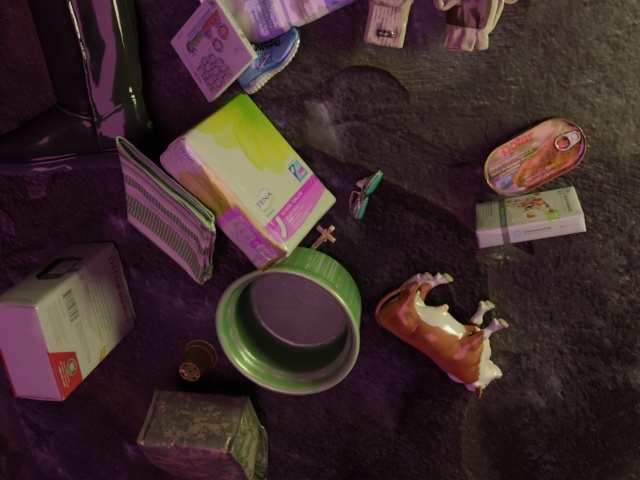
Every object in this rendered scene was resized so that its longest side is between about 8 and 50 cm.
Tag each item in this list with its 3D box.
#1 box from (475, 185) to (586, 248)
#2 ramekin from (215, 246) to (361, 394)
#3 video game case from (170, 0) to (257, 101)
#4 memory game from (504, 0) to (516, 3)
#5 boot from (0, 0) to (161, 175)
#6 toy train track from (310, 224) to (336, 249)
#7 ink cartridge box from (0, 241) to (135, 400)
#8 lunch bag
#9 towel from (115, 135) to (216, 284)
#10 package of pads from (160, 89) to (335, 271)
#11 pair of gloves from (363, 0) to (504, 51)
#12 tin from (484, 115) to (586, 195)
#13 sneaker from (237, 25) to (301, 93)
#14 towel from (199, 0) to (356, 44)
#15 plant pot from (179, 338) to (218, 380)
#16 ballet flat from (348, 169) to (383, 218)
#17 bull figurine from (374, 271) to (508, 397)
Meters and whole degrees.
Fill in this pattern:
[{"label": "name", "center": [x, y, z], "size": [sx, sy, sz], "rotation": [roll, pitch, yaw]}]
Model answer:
[{"label": "box", "center": [0.383, -0.044, 1.267], "size": [0.186, 0.145, 0.038], "rotation": [-9, 112, 17]}, {"label": "ramekin", "center": [-0.055, 0.161, 1.449], "size": [0.304, 0.148, 0.303], "rotation": [6, 116, 12]}, {"label": "video game case", "center": [-0.204, -0.362, 1.292], "size": [0.157, 0.019, 0.143], "rotation": [-32, 91, 42]}, {"label": "memory game", "center": [0.270, -0.478, 1.178], "size": [0.186, 0.012, 0.186], "rotation": [5, 114, 12]}, {"label": "boot", "center": [-0.526, -0.363, 1.332], "size": [0.367, 0.146, 0.445], "rotation": [-5, 116, 4]}, {"label": "toy train track", "center": [0.000, 0.000, 1.446], "size": [0.048, 0.014, 0.083], "rotation": [40, 116, -6]}, {"label": "ink cartridge box", "center": [-0.547, 0.165, 1.481], "size": [0.131, 0.306, 0.226], "rotation": [-2, 112, 14]}, {"label": "lunch bag", "center": [-0.262, 0.486, 1.628], "size": [0.235, 0.168, 0.287], "rotation": [2, 139, 13]}, {"label": "towel", "center": [-0.307, -0.043, 1.363], "size": [0.248, 0.038, 0.325], "rotation": [41, 156, 7]}, {"label": "package of pads", "center": [-0.133, -0.112, 1.302], "size": [0.296, 0.229, 0.101], "rotation": [48, 132, -9]}, {"label": "pair of gloves", "center": [0.197, -0.434, 1.185], "size": [0.240, 0.042, 0.204], "rotation": [6, 118, 13]}, {"label": "tin", "center": [0.396, -0.158, 1.276], "size": [0.190, 0.040, 0.106], "rotation": [-28, 108, 22]}, {"label": "sneaker", "center": [-0.103, -0.347, 1.283], "size": [0.162, 0.063, 0.073], "rotation": [-37, 118, 23]}, {"label": "towel", "center": [-0.098, -0.482, 1.250], "size": [0.285, 0.034, 0.209], "rotation": [-17, 109, 19]}, {"label": "plant pot", "center": [-0.292, 0.287, 1.601], "size": [0.083, 0.079, 0.083], "rotation": [5, 114, 10]}, {"label": "ballet flat", "center": [0.085, -0.097, 1.373], "size": [0.041, 0.041, 0.114], "rotation": [26, 115, 1]}, {"label": "bull figurine", "center": [0.269, 0.191, 1.422], "size": [0.310, 0.101, 0.188], "rotation": [31, 112, -4]}]
